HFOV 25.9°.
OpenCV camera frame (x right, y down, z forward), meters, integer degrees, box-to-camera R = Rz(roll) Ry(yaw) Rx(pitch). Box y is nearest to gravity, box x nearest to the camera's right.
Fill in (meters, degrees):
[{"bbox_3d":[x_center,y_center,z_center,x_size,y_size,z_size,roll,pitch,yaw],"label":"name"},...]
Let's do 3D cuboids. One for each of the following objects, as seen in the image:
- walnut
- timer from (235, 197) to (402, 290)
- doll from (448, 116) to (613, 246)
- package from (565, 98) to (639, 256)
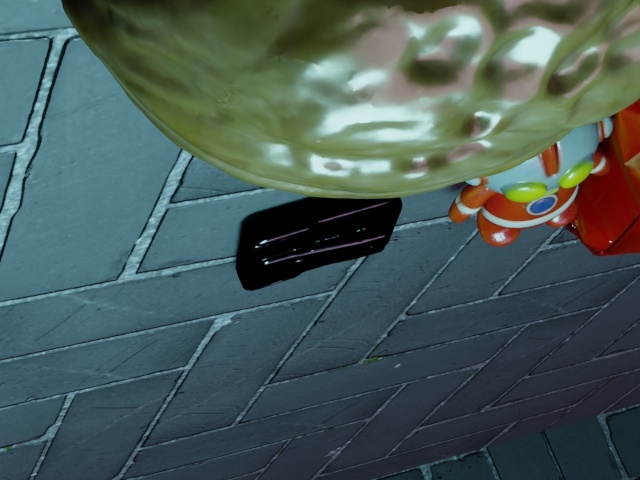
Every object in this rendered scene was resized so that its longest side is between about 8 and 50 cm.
[{"bbox_3d":[0.041,-0.185,0.829,0.397,0.308,0.354,-13,169,-20],"label":"walnut"},{"bbox_3d":[0.000,0.000,1.584,0.187,0.055,0.144,-17,158,-14],"label":"timer"},{"bbox_3d":[0.241,-0.079,1.555,0.199,0.105,0.336,-18,160,-2],"label":"doll"},{"bbox_3d":[0.433,-0.104,1.660,0.196,0.123,0.423,-18,160,-15],"label":"package"}]
